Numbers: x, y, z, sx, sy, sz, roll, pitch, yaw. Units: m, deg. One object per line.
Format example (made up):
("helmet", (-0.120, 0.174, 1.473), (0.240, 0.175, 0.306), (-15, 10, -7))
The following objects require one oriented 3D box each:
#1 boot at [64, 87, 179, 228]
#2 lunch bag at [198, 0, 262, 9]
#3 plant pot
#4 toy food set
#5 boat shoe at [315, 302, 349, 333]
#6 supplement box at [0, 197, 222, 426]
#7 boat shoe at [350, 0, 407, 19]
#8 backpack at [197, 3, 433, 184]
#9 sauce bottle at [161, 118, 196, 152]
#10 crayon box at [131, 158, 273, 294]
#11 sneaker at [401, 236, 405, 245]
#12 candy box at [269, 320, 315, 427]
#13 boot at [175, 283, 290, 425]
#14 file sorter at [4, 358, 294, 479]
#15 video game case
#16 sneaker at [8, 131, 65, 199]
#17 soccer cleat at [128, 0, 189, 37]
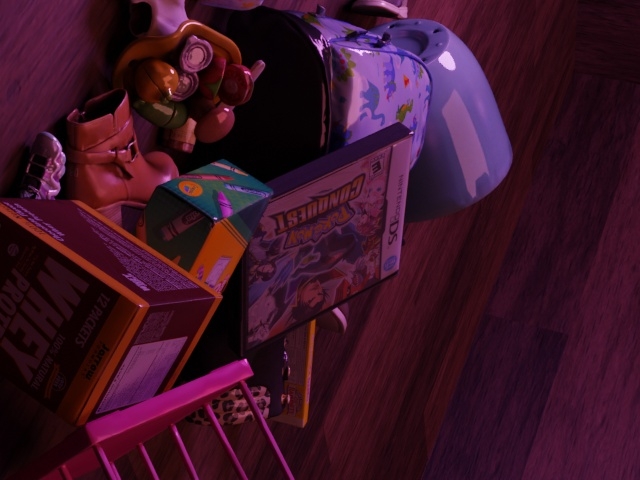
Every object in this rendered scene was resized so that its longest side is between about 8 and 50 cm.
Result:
("boot", (-0.214, -0.097, 1.522), (0.197, 0.073, 0.152), (-55, 148, -56))
("lunch bag", (-0.109, -0.313, 1.658), (0.071, 0.083, 0.053), (69, 38, -60))
("plant pot", (0.142, -0.207, 2.214), (0.293, 0.293, 0.235), (-59, 143, -43))
("toy food set", (-0.135, -0.166, 1.568), (0.128, 0.071, 0.218), (-46, 150, 17))
("boat shoe", (-0.016, 0.055, 2.184), (0.096, 0.116, 0.324), (-68, 155, -16))
("supplement box", (-0.234, 0.061, 1.329), (0.129, 0.191, 0.194), (-60, 165, 10))
("boat shoe", (0.100, -0.401, 2.266), (0.223, 0.080, 0.073), (-24, 120, -75))
("backpack", (0.005, -0.174, 1.902), (0.355, 0.273, 0.290), (-43, 139, -78))
("sauce bottle", (-0.159, -0.170, 1.678), (0.042, 0.042, 0.128), (6, 99, -73))
("crayon box", (-0.174, 0.052, 1.591), (0.278, 0.081, 0.165), (-61, 168, 22))
("sneaker", (0.132, -0.110, 2.530), (0.101, 0.106, 0.267), (36, 67, -70))
("candy box", (-0.065, 0.186, 2.136), (0.027, 0.105, 0.206), (-56, 154, -60))
("boot", (-0.058, 0.090, 1.945), (0.377, 0.138, 0.284), (-14, 119, -51))
("file sorter", (-0.184, 0.275, 1.373), (0.202, 0.291, 0.182), (-19, 79, -44))
("video game case", (0.000, 0.000, 1.785), (0.275, 0.035, 0.248), (-27, 140, -30))
("sneaker", (-0.285, -0.054, 1.380), (0.069, 0.038, 0.098), (-43, 143, -62))
("soccer cleat", (-0.177, -0.239, 1.554), (0.076, 0.068, 0.196), (-38, 157, -16))
